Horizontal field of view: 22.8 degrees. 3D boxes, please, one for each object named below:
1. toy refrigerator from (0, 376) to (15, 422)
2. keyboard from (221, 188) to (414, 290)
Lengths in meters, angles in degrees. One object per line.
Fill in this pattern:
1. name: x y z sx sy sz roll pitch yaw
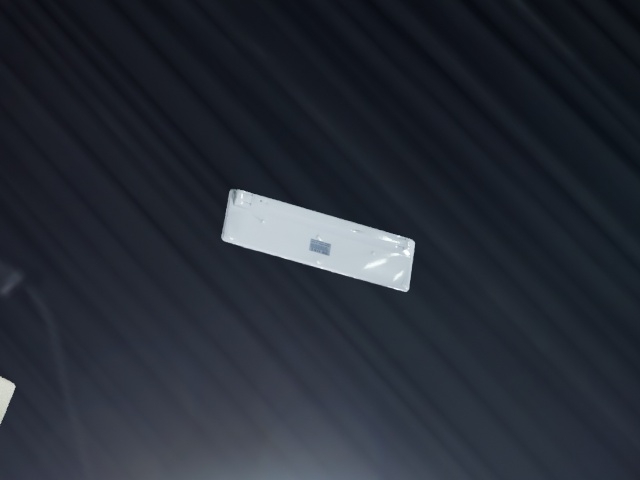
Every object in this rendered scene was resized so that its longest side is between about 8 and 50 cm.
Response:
1. toy refrigerator: -0.481 0.151 1.717 0.102 0.269 0.094 -32 -145 53
2. keyboard: 0.000 0.000 2.025 0.014 0.256 0.072 145 -42 -66
